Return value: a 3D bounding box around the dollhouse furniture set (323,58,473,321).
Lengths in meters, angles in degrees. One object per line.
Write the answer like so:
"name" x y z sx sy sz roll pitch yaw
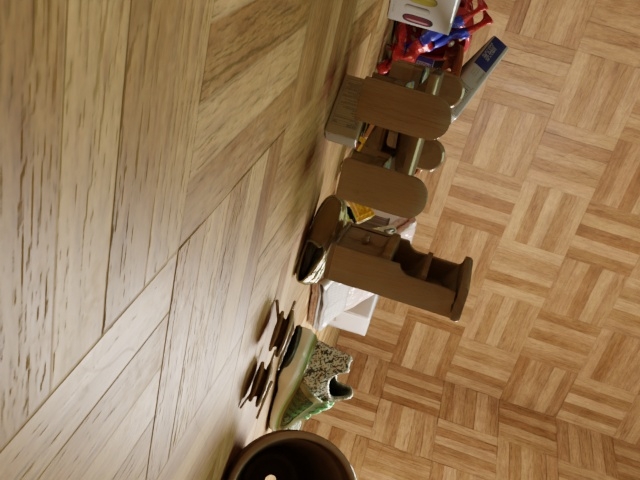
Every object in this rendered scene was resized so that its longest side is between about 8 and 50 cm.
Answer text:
"dollhouse furniture set" 0.185 -0.096 1.306 0.362 0.256 0.394 -52 158 -68

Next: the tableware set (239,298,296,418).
"tableware set" -0.095 0.206 1.303 0.128 0.039 0.194 -92 -158 -72

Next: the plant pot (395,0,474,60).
"plant pot" 0.294 -0.576 1.841 0.191 0.191 0.174 88 14 -73

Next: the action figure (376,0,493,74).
"action figure" 0.243 -0.490 1.714 0.091 0.280 0.139 43 20 -55

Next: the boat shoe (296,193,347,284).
"boat shoe" 0.000 0.000 1.444 0.072 0.068 0.190 -1 109 -71

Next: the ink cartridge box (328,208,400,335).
"ink cartridge box" 0.139 0.090 2.440 0.285 0.166 0.395 87 22 -72

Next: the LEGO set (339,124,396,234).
"LEGO set" 0.090 -0.131 1.695 0.107 0.132 0.287 137 -49 -68

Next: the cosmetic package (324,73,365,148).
"cosmetic package" 0.052 -0.223 1.269 0.041 0.060 0.115 82 28 -73

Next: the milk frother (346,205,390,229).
"milk frother" 0.112 -0.026 2.015 0.143 0.134 0.129 -51 159 -74

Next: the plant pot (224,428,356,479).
"plant pot" -0.077 0.503 1.477 0.229 0.263 0.263 152 -41 -74

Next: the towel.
"towel" 0.110 0.094 1.955 0.317 0.053 0.332 -32 158 -19

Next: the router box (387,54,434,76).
"router box" 0.191 -0.314 1.948 0.301 0.082 0.335 -90 -163 -81

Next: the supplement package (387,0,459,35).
"supplement package" 0.250 -0.607 1.535 0.262 0.145 0.204 94 15 -64

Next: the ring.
"ring" 0.262 -0.307 1.749 0.336 0.032 0.337 -162 -90 -87

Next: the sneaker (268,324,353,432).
"sneaker" -0.017 0.383 1.815 0.410 0.182 0.158 101 9 -49

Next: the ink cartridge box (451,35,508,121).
"ink cartridge box" 0.348 -0.383 2.067 0.324 0.071 0.330 -52 -174 -30

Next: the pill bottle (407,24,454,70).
"pill bottle" 0.312 -0.558 2.149 0.278 0.162 0.162 100 10 -50

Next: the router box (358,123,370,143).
"router box" 0.124 -0.300 1.789 0.092 0.038 0.122 -55 162 -71
